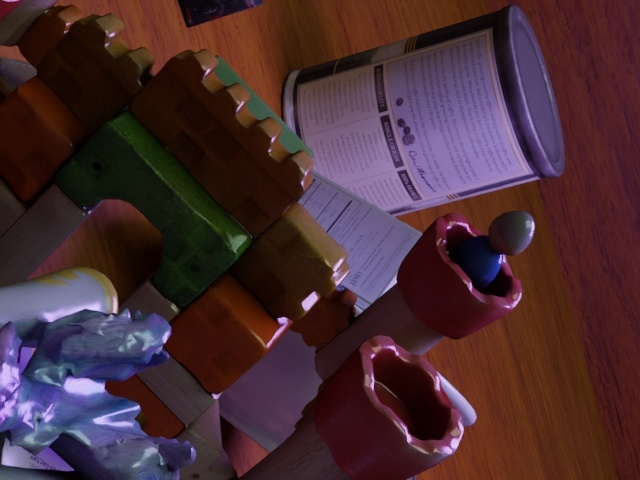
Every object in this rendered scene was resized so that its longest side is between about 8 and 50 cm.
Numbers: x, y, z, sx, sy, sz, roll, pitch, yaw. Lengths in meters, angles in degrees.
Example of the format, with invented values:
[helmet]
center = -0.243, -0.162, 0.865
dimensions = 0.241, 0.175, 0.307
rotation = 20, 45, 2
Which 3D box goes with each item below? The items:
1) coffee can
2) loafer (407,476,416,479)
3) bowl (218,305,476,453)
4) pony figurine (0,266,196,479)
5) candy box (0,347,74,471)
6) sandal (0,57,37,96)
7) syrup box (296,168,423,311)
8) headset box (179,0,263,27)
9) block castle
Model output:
[coffee can]
center = 0.121, -0.137, 1.788
dimensions = 0.201, 0.275, 0.202
rotation = -14, 90, -72
[loafer]
center = 0.012, 0.201, 1.539
dimensions = 0.251, 0.094, 0.087
rotation = 47, 38, -38
[bowl]
center = -0.022, 0.115, 1.326
dimensions = 0.134, 0.298, 0.298
rotation = -53, 145, -7
[pony figurine]
center = -0.214, 0.052, 0.583
dimensions = 0.363, 0.351, 0.303
rotation = 16, 95, -56
[candy box]
center = -0.190, 0.178, 0.991
dimensions = 0.165, 0.070, 0.196
rotation = 57, 26, -44
[sandal]
center = -0.165, -0.056, 1.217
dimensions = 0.240, 0.079, 0.088
rotation = 22, 28, -29
[syrup box]
center = 0.000, 0.000, 1.421
dimensions = 0.096, 0.237, 0.093
rotation = -53, 144, -8
[headset box]
center = -0.100, -0.254, 1.544
dimensions = 0.032, 0.083, 0.062
rotation = -43, 118, -69
[block castle]
center = -0.076, -0.051, 1.009
dimensions = 0.453, 0.213, 0.303
rotation = 46, 27, -5
